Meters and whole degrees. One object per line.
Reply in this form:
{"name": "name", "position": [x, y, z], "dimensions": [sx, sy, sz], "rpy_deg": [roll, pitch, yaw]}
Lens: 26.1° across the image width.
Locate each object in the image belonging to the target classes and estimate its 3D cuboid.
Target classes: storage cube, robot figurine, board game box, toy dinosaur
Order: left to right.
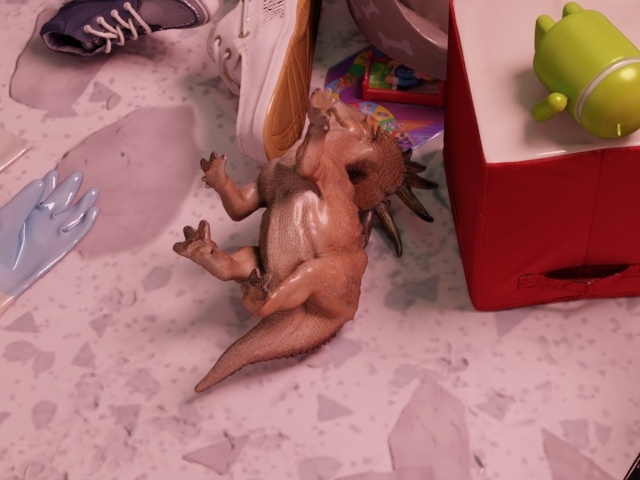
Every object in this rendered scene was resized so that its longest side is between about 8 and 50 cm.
{"name": "toy dinosaur", "position": [0.000, 0.000, 1.143], "dimensions": [0.127, 0.200, 0.295], "rpy_deg": [4, 74, 40]}
{"name": "board game box", "position": [0.086, -0.159, 1.304], "dimensions": [0.169, 0.033, 0.133], "rpy_deg": [-31, 57, -19]}
{"name": "storage cube", "position": [0.203, -0.080, 1.138], "dimensions": [0.184, 0.193, 0.215], "rpy_deg": [-5, 54, -1]}
{"name": "robot figurine", "position": [0.201, -0.122, 1.006], "dimensions": [0.101, 0.067, 0.115], "rpy_deg": [-26, 56, -14]}

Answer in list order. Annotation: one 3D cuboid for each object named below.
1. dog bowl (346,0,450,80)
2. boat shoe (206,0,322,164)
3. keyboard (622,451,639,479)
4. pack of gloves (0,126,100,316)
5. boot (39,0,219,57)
{"name": "dog bowl", "position": [0.176, -0.274, 1.319], "dimensions": [0.349, 0.102, 0.348], "rpy_deg": [-1, 44, 1]}
{"name": "boat shoe", "position": [-0.059, -0.173, 1.291], "dimensions": [0.096, 0.098, 0.277], "rpy_deg": [2, 46, 8]}
{"name": "keyboard", "position": [0.173, 0.278, 0.969], "dimensions": [0.202, 0.033, 0.317], "rpy_deg": [30, 59, 16]}
{"name": "pack of gloves", "position": [-0.324, -0.017, 1.215], "dimensions": [0.195, 0.046, 0.232], "rpy_deg": [30, 60, 22]}
{"name": "boot", "position": [-0.184, -0.209, 1.320], "dimensions": [0.190, 0.069, 0.086], "rpy_deg": [9, 55, 44]}
